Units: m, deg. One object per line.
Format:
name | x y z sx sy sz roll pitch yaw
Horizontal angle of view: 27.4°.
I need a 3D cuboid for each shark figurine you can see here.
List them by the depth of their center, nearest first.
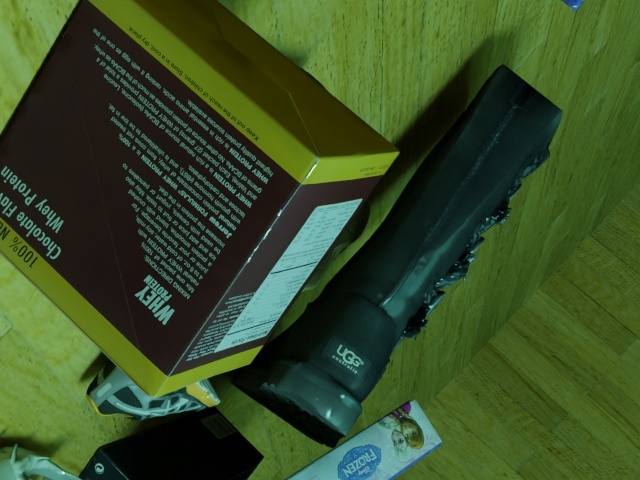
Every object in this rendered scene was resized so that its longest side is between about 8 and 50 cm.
shark figurine | -0.306 0.238 1.181 0.116 0.166 0.278 -26 -174 12

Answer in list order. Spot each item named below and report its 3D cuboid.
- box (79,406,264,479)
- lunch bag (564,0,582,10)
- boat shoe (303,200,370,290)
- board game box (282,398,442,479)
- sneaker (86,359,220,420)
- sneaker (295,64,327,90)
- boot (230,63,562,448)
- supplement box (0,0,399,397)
box | -0.205 0.317 1.561 0.184 0.103 0.261 -52 164 19
lunch bag | 0.266 -0.341 1.261 0.221 0.138 0.293 -55 172 14
boat shoe | 0.000 0.000 1.462 0.049 0.056 0.152 -24 -161 52
board game box | -0.064 0.322 1.463 0.318 0.066 0.318 -24 168 -45
sneaker | -0.167 0.141 1.315 0.083 0.084 0.215 -36 161 4
sneaker | -0.053 -0.101 1.056 0.071 0.066 0.188 -53 163 19
boot | 0.087 0.025 1.572 0.445 0.146 0.367 -57 -172 -13
supplement box | -0.094 -0.038 0.868 0.194 0.191 0.129 -55 163 19
